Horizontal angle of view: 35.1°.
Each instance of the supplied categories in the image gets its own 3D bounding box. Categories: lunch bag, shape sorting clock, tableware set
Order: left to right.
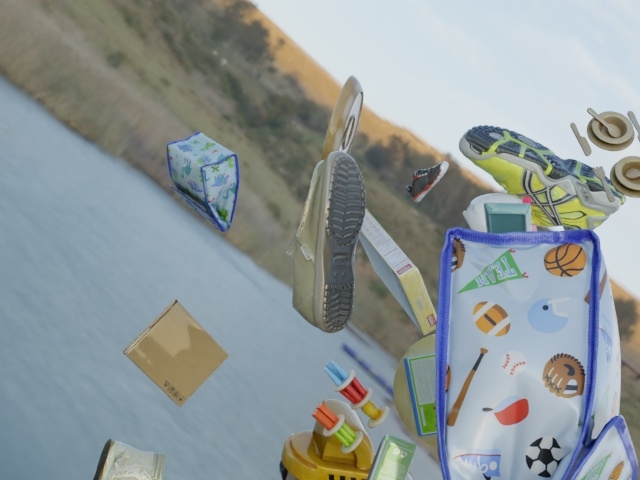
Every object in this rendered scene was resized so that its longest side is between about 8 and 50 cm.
[{"bbox_3d":[-0.214,-0.103,1.860,0.129,0.096,0.151,35,-40,42],"label":"lunch bag"},{"bbox_3d":[0.229,0.266,1.797,0.206,0.206,0.040,41,14,22],"label":"shape sorting clock"},{"bbox_3d":[0.268,0.222,1.265,0.239,0.385,0.328,-1,-28,20],"label":"lunch bag"},{"bbox_3d":[0.548,-0.163,1.827,0.039,0.128,0.194,89,-14,-57],"label":"tableware set"}]

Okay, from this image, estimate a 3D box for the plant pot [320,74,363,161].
[{"bbox_3d":[0.049,-0.234,2.155,0.032,0.236,0.236,17,-3,7],"label":"plant pot"}]

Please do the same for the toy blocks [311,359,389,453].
[{"bbox_3d":[0.037,0.306,1.888,0.148,0.123,0.054,47,-1,-11],"label":"toy blocks"}]

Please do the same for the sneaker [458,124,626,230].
[{"bbox_3d":[0.424,-0.103,1.988,0.385,0.147,0.145,22,26,-23],"label":"sneaker"}]

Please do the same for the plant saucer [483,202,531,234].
[{"bbox_3d":[0.284,0.008,1.524,0.067,0.018,0.192,1,-35,15],"label":"plant saucer"}]

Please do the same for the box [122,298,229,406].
[{"bbox_3d":[-0.319,0.253,2.263,0.201,0.164,0.021,52,-14,-32],"label":"box"}]

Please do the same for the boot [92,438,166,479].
[{"bbox_3d":[-0.478,0.610,2.492,0.165,0.213,0.077,20,-9,-24],"label":"boot"}]

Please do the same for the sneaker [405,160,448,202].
[{"bbox_3d":[0.275,-0.164,2.672,0.065,0.158,0.061,44,42,4],"label":"sneaker"}]

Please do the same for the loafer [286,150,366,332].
[{"bbox_3d":[0.000,0.000,1.501,0.092,0.268,0.102,4,-4,38],"label":"loafer"}]

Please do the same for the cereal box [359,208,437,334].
[{"bbox_3d":[0.151,0.061,2.051,0.240,0.047,0.173,53,-8,51],"label":"cereal box"}]

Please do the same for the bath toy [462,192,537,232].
[{"bbox_3d":[0.396,0.034,1.975,0.348,0.129,0.151,55,11,-34],"label":"bath toy"}]

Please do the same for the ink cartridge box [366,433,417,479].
[{"bbox_3d":[0.077,0.411,1.531,0.056,0.235,0.171,20,-11,5],"label":"ink cartridge box"}]

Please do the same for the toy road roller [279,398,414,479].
[{"bbox_3d":[0.077,0.488,2.196,0.329,0.240,0.202,12,16,-15],"label":"toy road roller"}]
